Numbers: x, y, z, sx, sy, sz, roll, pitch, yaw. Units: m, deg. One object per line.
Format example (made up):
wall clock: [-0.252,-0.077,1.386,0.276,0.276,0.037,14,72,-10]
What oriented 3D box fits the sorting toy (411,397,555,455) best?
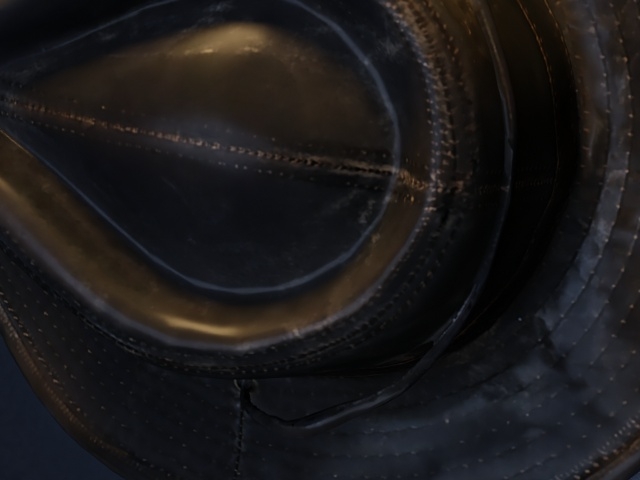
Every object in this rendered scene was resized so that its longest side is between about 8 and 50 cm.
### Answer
sorting toy: [0.055,0.095,0.561,0.083,0.012,0.062,-29,90,27]

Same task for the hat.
hat: [-0.034,-0.034,0.501,0.331,0.134,0.331,5,101,26]
